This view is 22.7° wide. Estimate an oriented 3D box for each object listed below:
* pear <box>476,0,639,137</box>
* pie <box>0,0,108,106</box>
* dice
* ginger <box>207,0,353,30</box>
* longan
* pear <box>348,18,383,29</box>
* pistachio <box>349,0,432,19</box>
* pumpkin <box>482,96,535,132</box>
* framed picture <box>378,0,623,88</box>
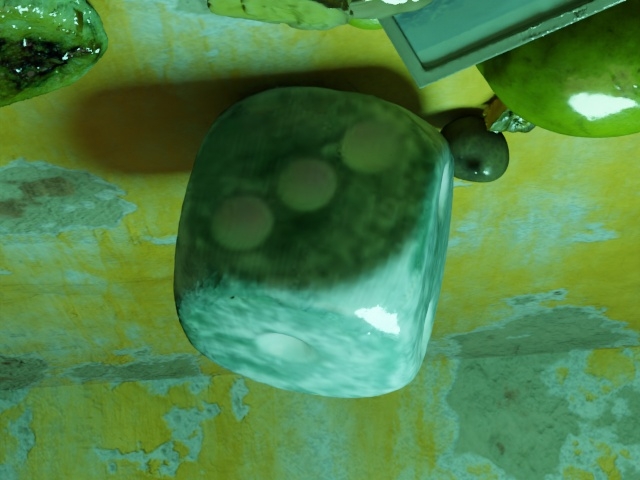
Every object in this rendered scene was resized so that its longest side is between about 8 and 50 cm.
[{"bbox_3d":[0.326,-0.237,1.814,0.307,0.253,0.253,2,160,-24],"label":"pear"},{"bbox_3d":[-0.407,-0.234,1.935,0.323,0.070,0.323,-5,161,-2],"label":"pie"},{"bbox_3d":[0.000,0.000,2.193,0.328,0.348,0.330,9,152,10],"label":"dice"},{"bbox_3d":[-0.106,-0.300,1.518,0.190,0.354,0.126,-52,159,5],"label":"ginger"},{"bbox_3d":[0.218,-0.127,2.287,0.113,0.113,0.092,7,131,-28],"label":"longan"},{"bbox_3d":[0.055,-0.293,1.805,0.131,0.107,0.107,22,150,-28],"label":"pear"},{"bbox_3d":[0.038,-0.285,1.574,0.223,0.152,0.126,7,135,35],"label":"pistachio"},{"bbox_3d":[0.278,-0.180,2.238,0.074,0.054,0.083,1,154,-23],"label":"pumpkin"},{"bbox_3d":[0.174,-0.316,1.648,0.335,0.022,0.247,-20,111,37],"label":"framed picture"}]
